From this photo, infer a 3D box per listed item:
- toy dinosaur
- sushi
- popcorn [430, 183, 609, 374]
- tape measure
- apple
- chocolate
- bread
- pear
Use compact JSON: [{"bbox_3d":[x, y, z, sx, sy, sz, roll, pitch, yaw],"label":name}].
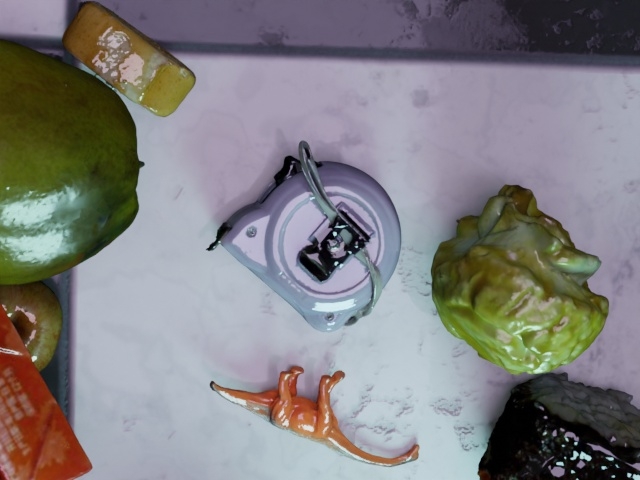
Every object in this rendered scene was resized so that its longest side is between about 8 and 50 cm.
[{"bbox_3d":[-0.001,0.200,1.890,0.279,0.055,0.101,15,105,-14],"label":"toy dinosaur"},{"bbox_3d":[0.354,0.286,1.912,0.343,0.196,0.182,23,112,-8],"label":"sushi"},{"bbox_3d":[0.225,0.054,1.820,0.204,0.221,0.184,39,95,-25],"label":"popcorn"},{"bbox_3d":[0.000,-0.004,1.832,0.196,0.105,0.178,36,90,-12],"label":"tape measure"},{"bbox_3d":[-0.350,0.095,1.784,0.126,0.102,0.126,-1,98,-9],"label":"apple"},{"bbox_3d":[-0.396,0.186,1.723,0.237,0.108,0.235,-15,107,37],"label":"chocolate"},{"bbox_3d":[-0.211,-0.192,1.756,0.149,0.122,0.073,36,94,-12],"label":"bread"},{"bbox_3d":[-0.342,-0.082,1.686,0.321,0.269,0.269,4,98,-19],"label":"pear"}]
